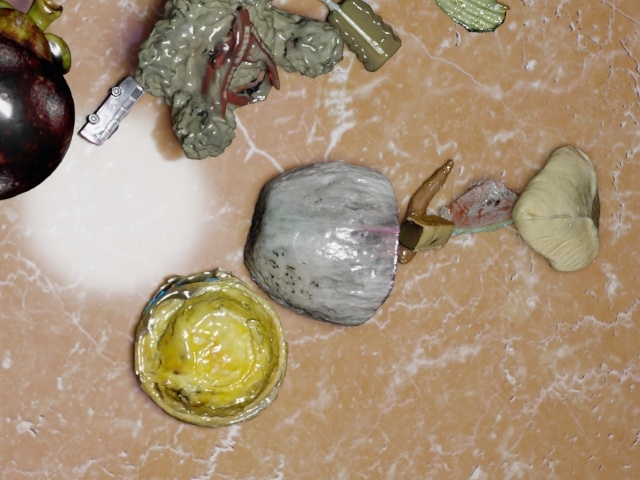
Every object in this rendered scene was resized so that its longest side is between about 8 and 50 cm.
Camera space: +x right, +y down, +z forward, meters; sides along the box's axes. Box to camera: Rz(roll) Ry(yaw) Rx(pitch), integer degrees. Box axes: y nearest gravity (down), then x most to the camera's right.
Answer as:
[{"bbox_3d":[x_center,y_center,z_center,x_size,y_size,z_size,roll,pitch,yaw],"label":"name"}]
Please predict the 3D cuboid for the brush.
[{"bbox_3d":[0.013,-0.422,2.010,0.301,0.071,0.084,43,84,-9],"label":"brush"}]

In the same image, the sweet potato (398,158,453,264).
[{"bbox_3d":[0.184,-0.055,2.086,0.050,0.050,0.214,27,80,-16],"label":"sweet potato"}]

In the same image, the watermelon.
[{"bbox_3d":[0.309,-0.077,2.087,0.187,0.139,0.071,-13,65,-16],"label":"watermelon"}]

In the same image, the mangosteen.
[{"bbox_3d":[-0.518,-0.215,1.764,0.297,0.313,0.296,0,130,0],"label":"mangosteen"}]

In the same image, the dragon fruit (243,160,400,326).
[{"bbox_3d":[0.000,0.000,1.953,0.221,0.204,0.282,9,89,-16],"label":"dragon fruit"}]

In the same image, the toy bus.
[{"bbox_3d":[-0.350,-0.217,1.925,0.052,0.037,0.130,41,80,-19],"label":"toy bus"}]

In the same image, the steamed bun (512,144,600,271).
[{"bbox_3d":[0.463,-0.044,2.110,0.231,0.110,0.212,-51,129,-32],"label":"steamed bun"}]

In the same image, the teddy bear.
[{"bbox_3d":[-0.148,-0.361,1.822,0.357,0.367,0.224,-38,61,-20],"label":"teddy bear"}]

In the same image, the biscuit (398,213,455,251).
[{"bbox_3d":[0.184,-0.011,1.994,0.052,0.188,0.056,26,102,21],"label":"biscuit"}]

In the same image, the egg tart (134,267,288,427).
[{"bbox_3d":[-0.179,0.187,1.959,0.291,0.107,0.290,-1,93,-17],"label":"egg tart"}]

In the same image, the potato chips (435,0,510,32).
[{"bbox_3d":[0.251,-0.450,2.094,0.207,0.028,0.092,32,82,-17],"label":"potato chips"}]
